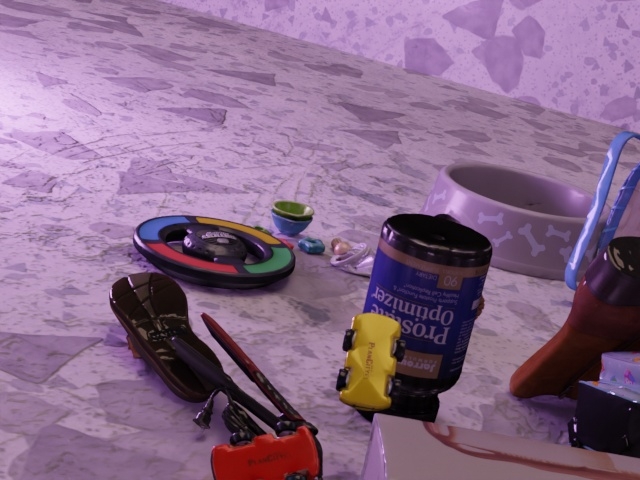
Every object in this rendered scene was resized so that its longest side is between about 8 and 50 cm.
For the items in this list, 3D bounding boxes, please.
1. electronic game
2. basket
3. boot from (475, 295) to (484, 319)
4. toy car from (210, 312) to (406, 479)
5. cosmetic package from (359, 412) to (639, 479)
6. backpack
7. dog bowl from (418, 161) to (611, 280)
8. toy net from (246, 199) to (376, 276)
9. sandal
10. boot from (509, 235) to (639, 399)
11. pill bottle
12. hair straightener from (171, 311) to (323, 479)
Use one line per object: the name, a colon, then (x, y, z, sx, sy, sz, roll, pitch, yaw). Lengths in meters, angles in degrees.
electronic game: (-0.147, 0.011, 1.638, 0.229, 0.048, 0.229, 12, 18, -4)
basket: (0.524, -0.021, 1.842, 0.288, 0.255, 0.201, 14, 10, -30)
boot: (0.146, 0.078, 1.616, 0.157, 0.059, 0.084, 3, 15, -23)
toy car: (0.048, 0.208, 1.089, 0.225, 0.053, 0.239, 40, 65, 18)
cosmetic package: (0.175, 0.253, 0.952, 0.296, 0.153, 0.129, 12, 16, -6)
backpack: (0.384, 0.194, 1.263, 0.188, 0.145, 0.166, 17, -5, -15)
dog bowl: (0.346, -0.043, 2.039, 0.348, 0.102, 0.349, 10, 18, -4)
toy net: (0.000, 0.000, 1.772, 0.232, 0.045, 0.122, 24, 21, 33)
sandal: (-0.174, 0.112, 1.311, 0.090, 0.060, 0.219, -8, 41, -34)
boot: (0.387, 0.121, 1.353, 0.264, 0.280, 0.096, 2, 50, -15)
pill bottle: (0.105, 0.091, 1.281, 0.122, 0.219, 0.123, 11, 18, -3)
hair straightener: (-0.081, 0.172, 1.180, 0.089, 0.047, 0.230, -39, 59, -13)
